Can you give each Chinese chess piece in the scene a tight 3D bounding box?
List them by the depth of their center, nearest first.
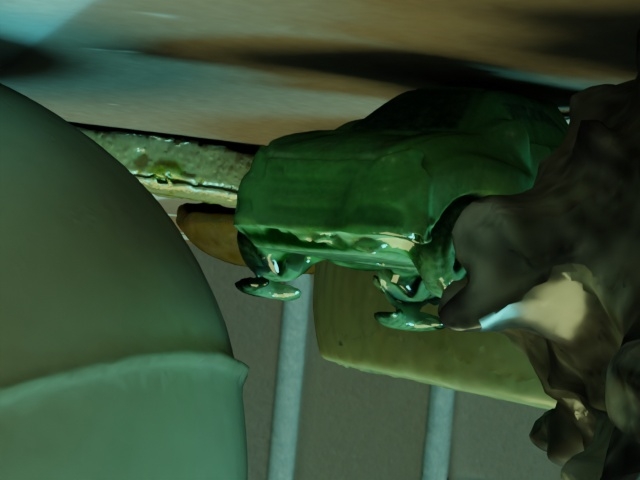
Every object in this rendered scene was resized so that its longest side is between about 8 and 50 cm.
[{"bbox_3d":[0.121,0.027,0.832,0.250,0.101,0.250,11,176,1],"label":"Chinese chess piece"}]

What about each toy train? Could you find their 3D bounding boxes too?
[{"bbox_3d":[0.046,-0.012,0.607,0.099,0.081,0.149,4,172,45],"label":"toy train"}]

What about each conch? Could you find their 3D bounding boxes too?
[{"bbox_3d":[0.156,0.056,0.495,0.313,0.186,0.240,13,169,-35],"label":"conch"}]

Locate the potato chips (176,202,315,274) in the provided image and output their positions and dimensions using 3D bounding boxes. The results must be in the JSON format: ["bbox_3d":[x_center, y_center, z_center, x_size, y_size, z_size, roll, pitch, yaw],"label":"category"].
[{"bbox_3d":[0.000,0.000,1.418,0.201,0.049,0.150,0,-175,-15],"label":"potato chips"}]

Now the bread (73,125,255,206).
[{"bbox_3d":[-0.078,-0.034,0.921,0.153,0.028,0.068,8,179,-22],"label":"bread"}]

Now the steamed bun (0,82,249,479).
[{"bbox_3d":[-0.201,0.096,0.648,0.374,0.334,0.334,-33,155,33],"label":"steamed bun"}]
